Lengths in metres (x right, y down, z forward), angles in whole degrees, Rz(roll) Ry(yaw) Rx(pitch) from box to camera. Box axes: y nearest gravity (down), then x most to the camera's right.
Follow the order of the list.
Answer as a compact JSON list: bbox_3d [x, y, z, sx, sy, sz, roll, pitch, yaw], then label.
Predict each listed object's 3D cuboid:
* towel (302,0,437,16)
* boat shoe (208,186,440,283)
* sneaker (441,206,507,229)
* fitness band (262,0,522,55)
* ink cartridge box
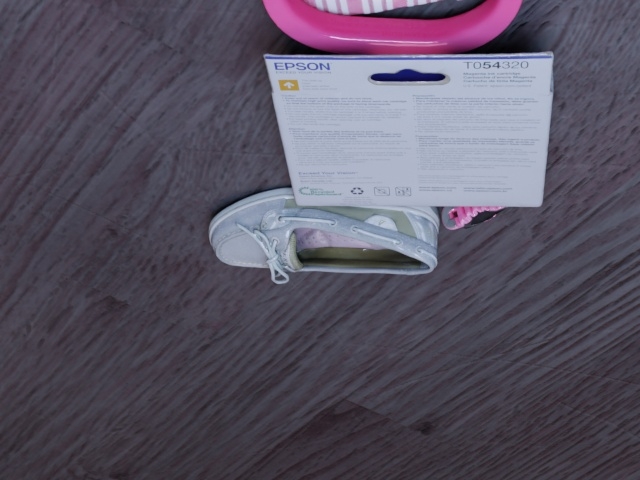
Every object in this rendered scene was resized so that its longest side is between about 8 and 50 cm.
[{"bbox_3d":[0.060,-0.310,1.464,0.197,0.029,0.144,-6,139,14],"label":"towel"},{"bbox_3d":[0.002,0.002,1.782,0.320,0.103,0.118,0,140,7],"label":"boat shoe"},{"bbox_3d":[0.222,-0.046,1.754,0.119,0.047,0.057,-24,153,32],"label":"sneaker"},{"bbox_3d":[0.077,-0.286,1.431,0.290,0.054,0.209,3,141,1],"label":"fitness band"},{"bbox_3d":[0.113,-0.148,1.581,0.324,0.071,0.330,1,150,7],"label":"ink cartridge box"}]
